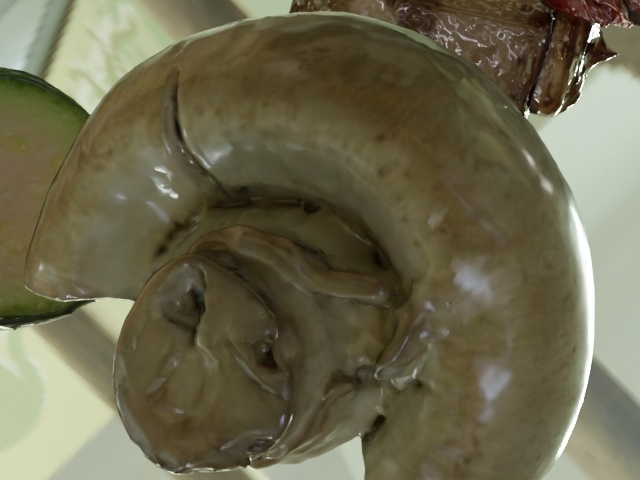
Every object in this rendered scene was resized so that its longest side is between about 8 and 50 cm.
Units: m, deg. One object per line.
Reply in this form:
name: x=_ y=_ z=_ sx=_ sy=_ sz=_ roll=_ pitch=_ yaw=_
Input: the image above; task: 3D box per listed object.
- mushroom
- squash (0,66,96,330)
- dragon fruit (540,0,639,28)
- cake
mushroom: x=0.000 y=0.000 z=0.696 sx=0.195 sy=0.253 sz=0.189 roll=-18 pitch=132 yaw=-68
squash: x=-0.213 y=-0.016 z=1.023 sx=0.123 sy=0.170 sz=0.170 roll=-29 pitch=-154 yaw=58
dragon fruit: x=0.244 y=-0.213 z=1.342 sx=0.097 sy=0.063 sz=0.131 roll=-31 pitch=-132 yaw=-11
cake: x=0.117 y=-0.176 z=1.495 sx=0.196 sy=0.293 sz=0.199 roll=-68 pitch=171 yaw=-53
